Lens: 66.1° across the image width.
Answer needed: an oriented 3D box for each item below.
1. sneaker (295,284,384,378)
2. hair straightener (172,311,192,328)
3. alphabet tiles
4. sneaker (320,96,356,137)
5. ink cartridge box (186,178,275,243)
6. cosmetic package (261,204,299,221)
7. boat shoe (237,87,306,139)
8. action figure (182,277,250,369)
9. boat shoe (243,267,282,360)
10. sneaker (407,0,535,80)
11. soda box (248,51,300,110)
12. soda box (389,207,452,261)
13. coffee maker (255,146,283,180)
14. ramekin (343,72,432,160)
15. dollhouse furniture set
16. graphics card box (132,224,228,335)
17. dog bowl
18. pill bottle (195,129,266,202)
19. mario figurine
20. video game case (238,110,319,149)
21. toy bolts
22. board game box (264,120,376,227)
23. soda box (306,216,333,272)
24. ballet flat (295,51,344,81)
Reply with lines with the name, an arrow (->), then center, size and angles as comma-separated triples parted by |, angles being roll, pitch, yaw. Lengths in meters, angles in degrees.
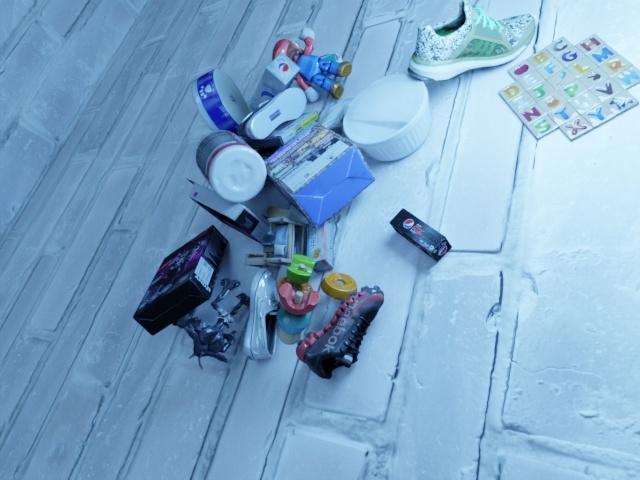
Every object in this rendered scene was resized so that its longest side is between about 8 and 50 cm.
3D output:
sneaker -> 0.068, 0.234, 1.217 | 0.276, 0.097, 0.135 | -44, 45, 5
hair straightener -> -0.406, 0.187, 1.626 | 0.089, 0.047, 0.230 | 12, 64, 39
alphabet tiles -> 0.654, -0.413, 1.305 | 0.285, 0.011, 0.343 | -30, 48, 15
sneaker -> 0.044, -0.399, 1.684 | 0.232, 0.090, 0.115 | -46, 38, -12
ink cartridge box -> -0.319, -0.099, 1.659 | 0.371, 0.176, 0.069 | 28, 80, 43
cosmetic package -> -0.130, -0.076, 1.592 | 0.115, 0.060, 0.041 | 17, 71, 39
boat shoe -> -0.170, -0.444, 1.726 | 0.102, 0.108, 0.301 | 8, 45, 42
action figure -> -0.305, 0.249, 1.422 | 0.141, 0.164, 0.276 | -30, 23, 48
boat shoe -> -0.150, 0.203, 1.394 | 0.088, 0.096, 0.268 | -7, 58, 27
sneaker -> 0.446, -0.602, 1.416 | 0.410, 0.182, 0.158 | -23, 49, -9
soda box -> -0.176, -0.563, 1.825 | 0.098, 0.091, 0.286 | -54, 9, -24
soda box -> 0.259, -0.017, 1.283 | 0.060, 0.053, 0.169 | -46, 46, -1
coffee maker -> -0.224, -0.268, 1.769 | 0.178, 0.120, 0.171 | -13, 28, 26
ramekin -> 0.214, -0.364, 1.500 | 0.272, 0.127, 0.273 | -18, 52, 24
dollhouse furniture set -> -0.149, 0.010, 1.473 | 0.183, 0.129, 0.129 | -3, 80, 33
graphics card box -> -0.429, 0.112, 1.556 | 0.232, 0.094, 0.371 | -32, 24, 14
dog bowl -> -0.386, -0.535, 1.942 | 0.104, 0.265, 0.265 | -24, 49, 17
pill bottle -> -0.303, -0.254, 1.585 | 0.176, 0.176, 0.318 | -45, 35, 0
mario figurine -> -0.034, -0.650, 1.823 | 0.320, 0.170, 0.198 | 31, 75, 18
video game case -> -0.178, -0.394, 1.782 | 0.274, 0.035, 0.248 | 1, 33, 35
toy bolts -> -0.030, 0.176, 1.302 | 0.218, 0.159, 0.228 | 19, 28, 7
board game box -> -0.016, -0.208, 1.495 | 0.232, 0.141, 0.291 | -39, 35, -3
soda box -> 0.000, 0.000, 1.450 | 0.063, 0.058, 0.183 | -17, 51, 25
ballet flat -> -0.015, -0.663, 1.904 | 0.241, 0.077, 0.091 | 1, 94, 31
